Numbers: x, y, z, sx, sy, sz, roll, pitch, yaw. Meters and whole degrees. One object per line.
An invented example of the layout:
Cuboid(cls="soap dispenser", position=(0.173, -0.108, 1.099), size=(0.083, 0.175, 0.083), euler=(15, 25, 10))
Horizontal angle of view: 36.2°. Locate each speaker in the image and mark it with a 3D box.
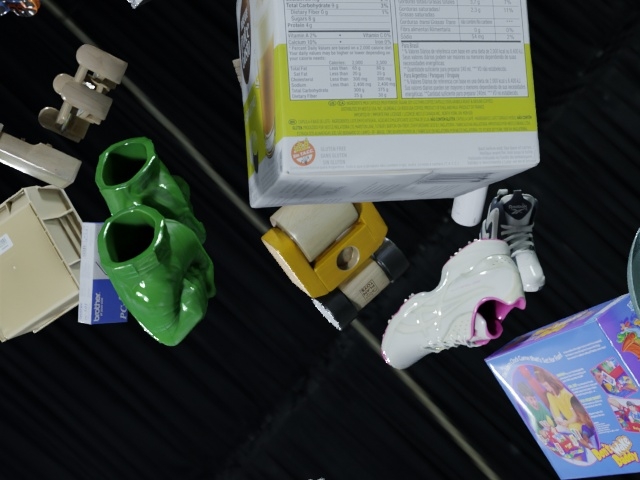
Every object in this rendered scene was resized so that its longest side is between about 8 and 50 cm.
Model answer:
Cuboid(cls="speaker", position=(0.263, -0.093, 1.701), size=(0.055, 0.055, 0.136), euler=(-46, -29, -41))

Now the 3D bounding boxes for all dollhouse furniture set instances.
Cuboid(cls="dollhouse furniture set", position=(-0.498, -0.243, 1.823), size=(0.212, 0.161, 0.242), euler=(-13, 55, 63))

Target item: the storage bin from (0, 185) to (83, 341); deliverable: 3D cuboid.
Cuboid(cls="storage bin", position=(-0.639, 0.048, 2.160), size=(0.262, 0.260, 0.123), euler=(-31, -2, 24))

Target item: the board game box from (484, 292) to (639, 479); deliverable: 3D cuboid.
Cuboid(cls="board game box", position=(0.409, 0.229, 1.462), size=(0.078, 0.233, 0.347), euler=(-30, -5, -22))

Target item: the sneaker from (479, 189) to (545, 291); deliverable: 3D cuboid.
Cuboid(cls="sneaker", position=(0.386, -0.015, 1.933), size=(0.235, 0.094, 0.153), euler=(-99, 10, -57))

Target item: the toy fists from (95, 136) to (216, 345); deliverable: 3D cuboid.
Cuboid(cls="toy fists", position=(-0.183, 0.000, 1.114), size=(0.096, 0.142, 0.279), euler=(-21, 38, 0))

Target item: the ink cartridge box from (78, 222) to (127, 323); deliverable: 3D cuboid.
Cuboid(cls="ink cartridge box", position=(-0.447, 0.067, 2.036), size=(0.046, 0.207, 0.097), euler=(5, 3, 40))

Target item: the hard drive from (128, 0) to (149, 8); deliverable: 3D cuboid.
Cuboid(cls="hard drive", position=(-0.341, -0.615, 1.876), size=(0.064, 0.237, 0.339), euler=(-38, 11, -32))

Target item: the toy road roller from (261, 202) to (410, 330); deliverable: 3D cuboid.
Cuboid(cls="toy road roller", position=(0.000, 0.000, 1.967), size=(0.202, 0.329, 0.240), euler=(-42, 41, -10))

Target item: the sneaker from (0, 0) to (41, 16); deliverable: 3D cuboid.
Cuboid(cls="sneaker", position=(-0.553, -0.452, 1.736), size=(0.087, 0.221, 0.083), euler=(-58, -37, -19))

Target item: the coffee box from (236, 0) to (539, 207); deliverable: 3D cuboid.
Cuboid(cls="coffee box", position=(0.074, -0.236, 1.374), size=(0.338, 0.334, 0.337), euler=(-3, -4, -12))

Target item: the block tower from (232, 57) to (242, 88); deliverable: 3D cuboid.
Cuboid(cls="block tower", position=(-0.093, -0.256, 2.198), size=(0.091, 0.335, 0.097), euler=(-11, 14, 23))

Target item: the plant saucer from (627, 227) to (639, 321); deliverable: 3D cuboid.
Cuboid(cls="plant saucer", position=(0.449, 0.062, 1.267), size=(0.037, 0.195, 0.195), euler=(-19, 22, 52))

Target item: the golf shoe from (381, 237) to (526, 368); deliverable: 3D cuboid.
Cuboid(cls="golf shoe", position=(0.216, 0.134, 1.623), size=(0.115, 0.140, 0.306), euler=(8, -47, -41))

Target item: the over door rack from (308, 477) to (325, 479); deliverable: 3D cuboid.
Cuboid(cls="over door rack", position=(-0.085, 0.601, 1.875), size=(0.324, 0.108, 0.239), euler=(-59, 2, -18))
